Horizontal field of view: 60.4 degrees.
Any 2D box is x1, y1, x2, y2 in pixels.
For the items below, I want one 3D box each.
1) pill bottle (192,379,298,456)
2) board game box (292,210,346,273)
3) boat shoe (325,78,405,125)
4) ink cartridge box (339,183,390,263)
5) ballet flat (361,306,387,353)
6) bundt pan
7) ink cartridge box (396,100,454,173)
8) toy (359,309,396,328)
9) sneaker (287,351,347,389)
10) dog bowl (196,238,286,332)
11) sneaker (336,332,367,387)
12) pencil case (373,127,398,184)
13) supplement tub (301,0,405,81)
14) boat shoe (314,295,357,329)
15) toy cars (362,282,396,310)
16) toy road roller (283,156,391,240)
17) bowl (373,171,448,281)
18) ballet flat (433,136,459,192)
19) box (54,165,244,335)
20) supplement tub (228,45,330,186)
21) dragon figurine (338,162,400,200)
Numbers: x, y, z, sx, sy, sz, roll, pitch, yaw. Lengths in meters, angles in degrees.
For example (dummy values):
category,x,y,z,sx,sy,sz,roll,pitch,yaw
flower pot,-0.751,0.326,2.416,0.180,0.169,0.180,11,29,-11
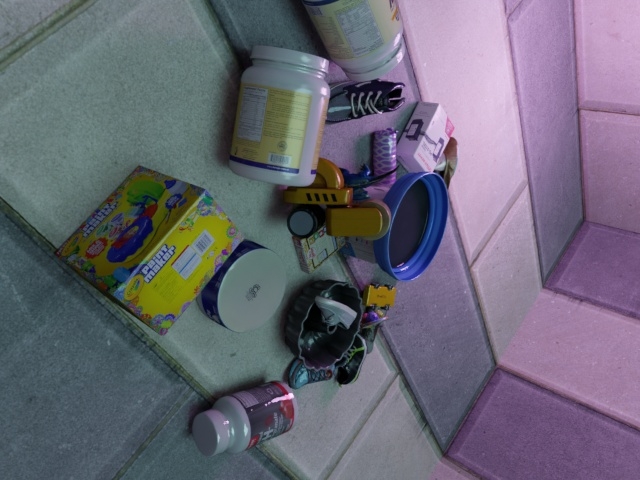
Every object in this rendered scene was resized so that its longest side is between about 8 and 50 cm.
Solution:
category,x,y,z,sx,sy,sz,roll,pitch,yaw
pill bottle,-0.237,0.566,1.743,0.318,0.176,0.176,-5,109,-47
board game box,0.000,0.000,1.874,0.193,0.045,0.147,-39,132,-32
boat shoe,0.127,-0.444,1.743,0.340,0.158,0.127,-34,129,-35
ink cartridge box,0.184,-0.065,1.957,0.168,0.171,0.232,-19,119,-43
ballet flat,0.211,0.342,2.254,0.084,0.058,0.250,17,88,-11
bundt pan,-0.003,0.283,1.930,0.331,0.124,0.331,-22,121,-42
ink cartridge box,0.401,-0.386,2.121,0.172,0.100,0.237,37,77,-48
toy,0.194,0.300,2.105,0.137,0.056,0.237,-19,168,-10
sneaker,-0.005,0.460,1.999,0.262,0.125,0.104,-30,126,-38
dog bowl,-0.229,0.133,1.626,0.265,0.104,0.265,-22,122,-42
sneaker,0.118,0.477,2.177,0.097,0.084,0.234,-6,110,-46
pencil case,0.234,-0.302,1.987,0.088,0.086,0.206,-49,143,-58
supplement tub,0.097,-0.645,1.567,0.235,0.235,0.325,-55,138,-17
boat shoe,0.047,0.244,1.811,0.227,0.079,0.081,36,74,-52
toy cars,0.276,0.156,2.225,0.394,0.087,0.176,-43,127,-34
toy road roller,0.050,-0.131,1.669,0.202,0.329,0.240,-45,137,-79
bowl,0.317,-0.052,1.919,0.391,0.077,0.391,-25,124,-44
ballet flat,0.479,-0.261,2.277,0.124,0.116,0.342,1,110,-29
box,-0.389,0.013,1.260,0.290,0.279,0.177,-53,138,-20
supplement tub,-0.106,-0.326,1.467,0.241,0.241,0.331,-2,107,-48
dragon figurine,0.121,-0.186,1.814,0.144,0.289,0.085,-80,166,-57
